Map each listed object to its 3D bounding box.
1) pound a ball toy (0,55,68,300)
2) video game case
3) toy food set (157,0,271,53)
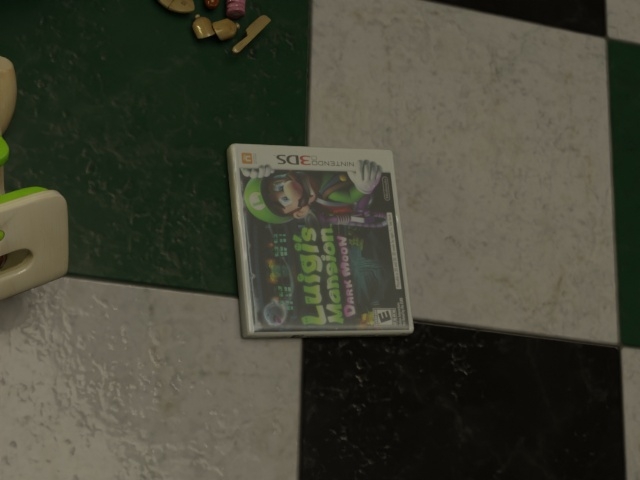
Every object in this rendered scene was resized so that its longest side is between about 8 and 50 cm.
[{"bbox_3d":[-0.356,-0.014,1.202,0.319,0.135,0.208,-22,50,-31],"label":"pound a ball toy"},{"bbox_3d":[0.000,0.000,1.411,0.173,0.022,0.190,1,74,-22],"label":"video game case"},{"bbox_3d":[-0.113,-0.236,1.442,0.122,0.019,0.078,41,62,2],"label":"toy food set"}]
